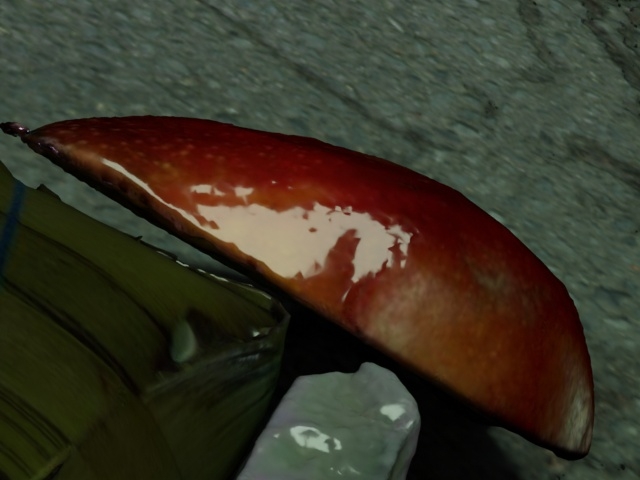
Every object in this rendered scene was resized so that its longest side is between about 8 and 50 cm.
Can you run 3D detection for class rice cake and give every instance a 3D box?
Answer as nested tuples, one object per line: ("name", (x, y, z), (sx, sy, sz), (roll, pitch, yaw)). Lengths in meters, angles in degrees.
("rice cake", (-0.041, 0.144, 0.543), (0.050, 0.106, 0.298), (22, 31, 8))

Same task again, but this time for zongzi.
("zongzi", (-0.174, 0.032, 0.575), (0.289, 0.123, 0.260), (33, 29, 4))

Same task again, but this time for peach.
("peach", (0.003, -0.003, 0.736), (0.279, 0.068, 0.189), (33, -6, -42))
